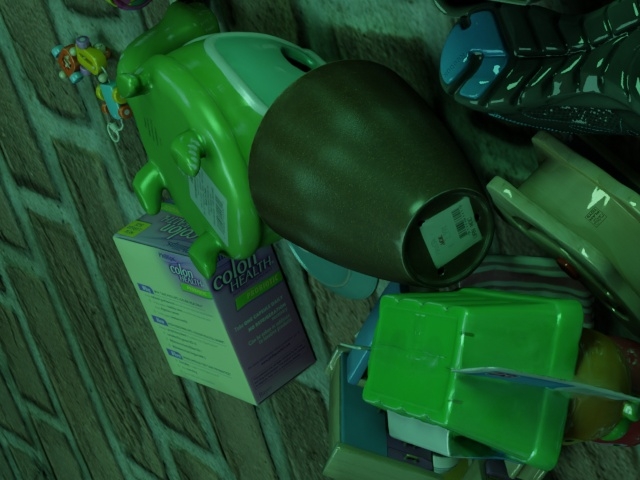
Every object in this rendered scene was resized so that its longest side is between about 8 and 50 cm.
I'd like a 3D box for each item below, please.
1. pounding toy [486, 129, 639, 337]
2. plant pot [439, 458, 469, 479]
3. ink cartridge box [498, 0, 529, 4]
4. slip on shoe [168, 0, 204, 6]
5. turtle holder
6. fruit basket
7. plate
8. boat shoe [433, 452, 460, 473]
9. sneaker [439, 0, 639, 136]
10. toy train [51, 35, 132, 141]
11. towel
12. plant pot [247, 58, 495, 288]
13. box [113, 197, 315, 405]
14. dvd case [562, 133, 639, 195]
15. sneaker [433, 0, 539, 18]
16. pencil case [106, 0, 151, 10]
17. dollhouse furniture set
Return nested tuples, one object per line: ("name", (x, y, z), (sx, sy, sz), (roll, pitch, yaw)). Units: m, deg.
("pounding toy", (0.296, -0.017, 1.527), (0.269, 0.155, 0.154), (41, 175, 40))
("plant pot", (0.169, 0.347, 2.104), (0.134, 0.095, 0.134), (37, 147, 30))
("ink cartridge box", (0.078, -0.318, 1.406), (0.273, 0.114, 0.197), (22, 106, 56))
("slip on shoe", (-0.166, -0.315, 1.966), (0.041, 0.051, 0.135), (50, 159, 34))
("turtle holder", (-0.102, -0.127, 1.870), (0.320, 0.227, 0.243), (32, 143, 56))
("fruit basket", (0.233, 0.150, 1.556), (0.353, 0.165, 0.327), (18, 175, -23))
("plate", (0.000, 0.000, 2.069), (0.188, 0.024, 0.188), (36, 147, 29))
("boat shoe", (0.104, 0.267, 2.120), (0.227, 0.079, 0.081), (23, 116, 53))
("sneaker", (0.279, -0.150, 1.422), (0.341, 0.140, 0.125), (11, 87, 34))
("toy train", (-0.307, -0.225, 2.274), (0.166, 0.046, 0.125), (53, 153, 10))
("towel", (0.216, 0.090, 1.717), (0.144, 0.029, 0.197), (0, 134, 7))
("plant pot", (0.072, -0.048, 1.661), (0.230, 0.215, 0.215), (40, 151, 53))
("box", (-0.148, 0.081, 2.279), (0.213, 0.117, 0.243), (13, 132, 51))
("dvd case", (0.309, 0.005, 1.617), (0.221, 0.018, 0.164), (43, 149, 21))
("sneaker", (0.193, -0.259, 1.424), (0.100, 0.108, 0.271), (57, 150, 0))
("pencil case", (-0.291, -0.368, 2.048), (0.236, 0.104, 0.104), (30, 143, 34))
("dollhouse furniture set", (0.167, 0.140, 1.915), (0.286, 0.198, 0.303), (19, 123, -12))
